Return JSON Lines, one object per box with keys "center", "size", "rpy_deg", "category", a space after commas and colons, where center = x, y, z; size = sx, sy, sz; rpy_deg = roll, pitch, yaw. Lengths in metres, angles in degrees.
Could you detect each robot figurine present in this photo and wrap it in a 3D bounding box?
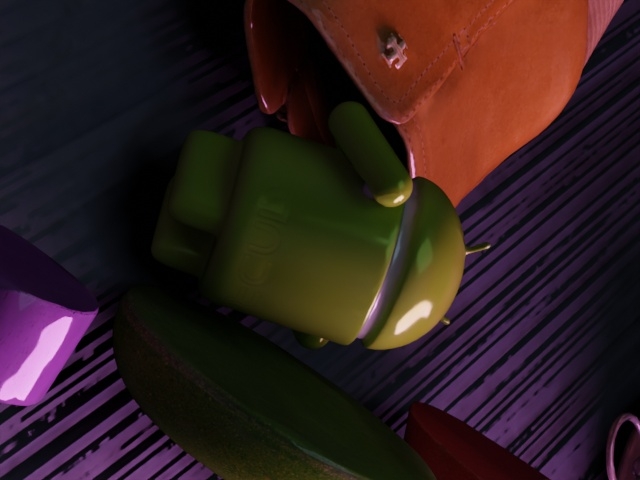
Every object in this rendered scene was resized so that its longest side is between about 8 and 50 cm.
{"center": [0.000, 0.000, 0.617], "size": [0.115, 0.101, 0.067], "rpy_deg": [17, 46, -8], "category": "robot figurine"}

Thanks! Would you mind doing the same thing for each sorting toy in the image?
{"center": [-0.027, 0.106, 0.611], "size": [0.366, 0.127, 0.126], "rpy_deg": [27, 99, -42], "category": "sorting toy"}

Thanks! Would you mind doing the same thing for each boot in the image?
{"center": [0.034, -0.156, 0.659], "size": [0.211, 0.104, 0.295], "rpy_deg": [-47, 127, -39], "category": "boot"}

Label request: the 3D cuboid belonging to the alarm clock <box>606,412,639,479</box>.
{"center": [0.187, 0.130, 0.859], "size": [0.192, 0.064, 0.129], "rpy_deg": [35, 64, -45], "category": "alarm clock"}
